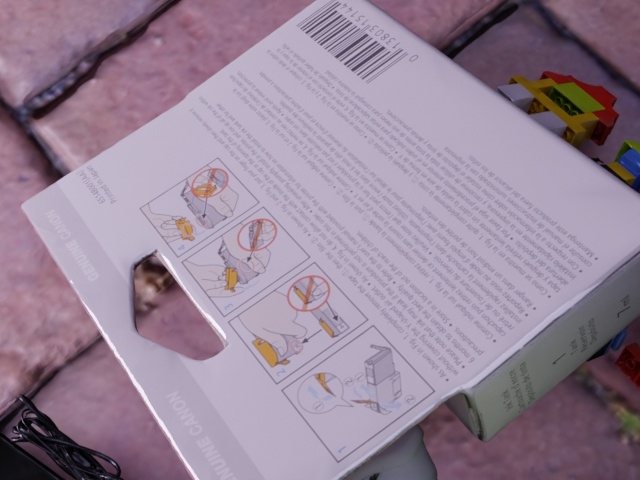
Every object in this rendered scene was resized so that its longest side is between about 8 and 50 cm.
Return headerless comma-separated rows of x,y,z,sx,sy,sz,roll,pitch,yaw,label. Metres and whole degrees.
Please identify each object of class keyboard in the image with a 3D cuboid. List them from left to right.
-0.150,0.166,0.585,0.192,0.038,0.100,32,97,14,keyboard

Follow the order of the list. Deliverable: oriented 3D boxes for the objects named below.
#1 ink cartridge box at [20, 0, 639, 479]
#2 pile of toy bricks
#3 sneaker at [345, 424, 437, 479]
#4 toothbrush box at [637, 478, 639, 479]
0.000,0.000,0.563,0.261,0.066,0.296,-36,50,-9,ink cartridge box
0.192,-0.009,0.598,0.105,0.118,0.212,-13,48,-31,pile of toy bricks
0.067,0.277,0.471,0.210,0.137,0.366,12,67,1,sneaker
0.194,0.199,0.420,0.283,0.122,0.206,-19,64,-43,toothbrush box
